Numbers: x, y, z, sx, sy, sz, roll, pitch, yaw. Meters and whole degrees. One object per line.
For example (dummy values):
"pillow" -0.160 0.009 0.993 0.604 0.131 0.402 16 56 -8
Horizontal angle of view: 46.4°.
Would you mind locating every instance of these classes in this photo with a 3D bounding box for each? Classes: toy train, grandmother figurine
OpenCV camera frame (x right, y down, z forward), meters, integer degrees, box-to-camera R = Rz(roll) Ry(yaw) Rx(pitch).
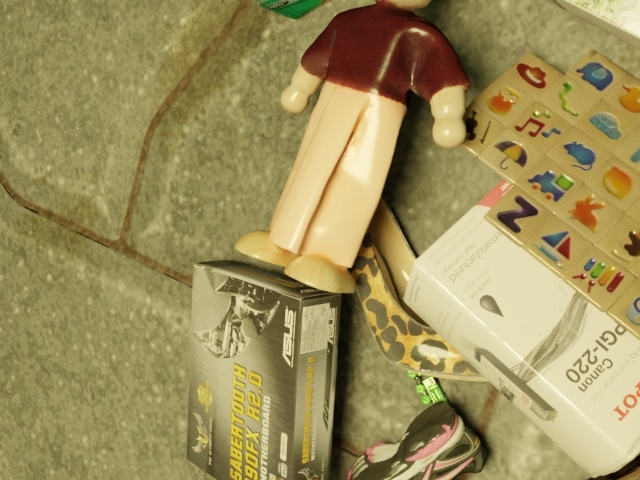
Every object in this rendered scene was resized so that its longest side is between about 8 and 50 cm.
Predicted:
"toy train" 0.109 0.149 0.748 0.023 0.017 0.083 -32 78 14
"grandmother figurine" 0.041 -0.129 0.655 0.207 0.104 0.343 22 96 29

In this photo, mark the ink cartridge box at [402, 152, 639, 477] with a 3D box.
"ink cartridge box" 0.201 0.058 0.617 0.158 0.092 0.218 -41 72 -16

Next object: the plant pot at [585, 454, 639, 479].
"plant pot" 0.271 0.266 0.596 0.167 0.167 0.165 -36 69 24

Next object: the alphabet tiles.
"alphabet tiles" 0.228 -0.058 0.616 0.198 0.009 0.237 -42 69 -17

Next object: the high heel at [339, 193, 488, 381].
"high heel" 0.097 0.023 0.704 0.261 0.093 0.186 13 100 30

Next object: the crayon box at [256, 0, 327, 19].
"crayon box" 0.042 -0.359 0.725 0.278 0.081 0.165 -22 82 27

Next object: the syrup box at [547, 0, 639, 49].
"syrup box" 0.250 -0.223 0.615 0.237 0.096 0.093 36 109 21

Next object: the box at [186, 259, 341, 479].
"box" -0.065 0.148 0.776 0.183 0.056 0.231 14 104 45

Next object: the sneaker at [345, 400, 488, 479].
"sneaker" 0.091 0.237 0.734 0.077 0.072 0.178 39 126 -10
